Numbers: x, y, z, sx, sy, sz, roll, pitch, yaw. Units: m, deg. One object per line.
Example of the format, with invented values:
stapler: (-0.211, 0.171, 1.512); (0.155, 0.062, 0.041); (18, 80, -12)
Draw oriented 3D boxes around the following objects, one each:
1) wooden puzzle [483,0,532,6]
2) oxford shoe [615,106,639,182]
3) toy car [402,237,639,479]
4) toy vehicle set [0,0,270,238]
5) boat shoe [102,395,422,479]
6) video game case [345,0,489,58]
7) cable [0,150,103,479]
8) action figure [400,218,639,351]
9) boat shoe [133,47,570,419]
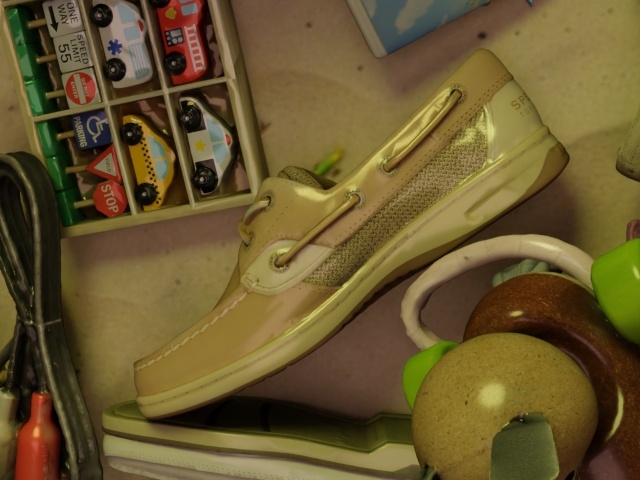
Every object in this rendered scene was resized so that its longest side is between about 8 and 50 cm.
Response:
wooden puzzle: (0.096, -0.205, 0.700); (0.116, 0.014, 0.079); (16, 104, 7)
oxford shoe: (0.255, -0.216, 0.609); (0.146, 0.140, 0.397); (8, 94, 29)
toy car: (0.099, 0.099, 0.484); (0.155, 0.188, 0.149); (-34, 82, 32)
toy vehicle set: (-0.145, -0.144, 0.745); (0.166, 0.035, 0.267); (-11, 99, 12)
boat shoe: (-0.016, 0.179, 0.747); (0.302, 0.113, 0.103); (6, 97, 8)
video game case: (0.077, -0.239, 0.623); (0.193, 0.023, 0.212); (-27, 128, 6)
cable: (-0.221, 0.084, 0.763); (0.139, 0.072, 0.287); (25, 121, 39)
action figure: (0.249, 0.157, 0.600); (0.248, 0.275, 0.370); (-30, 65, 37)
boat shoe: (0.000, 0.000, 0.710); (0.341, 0.121, 0.110); (-34, 92, 5)
